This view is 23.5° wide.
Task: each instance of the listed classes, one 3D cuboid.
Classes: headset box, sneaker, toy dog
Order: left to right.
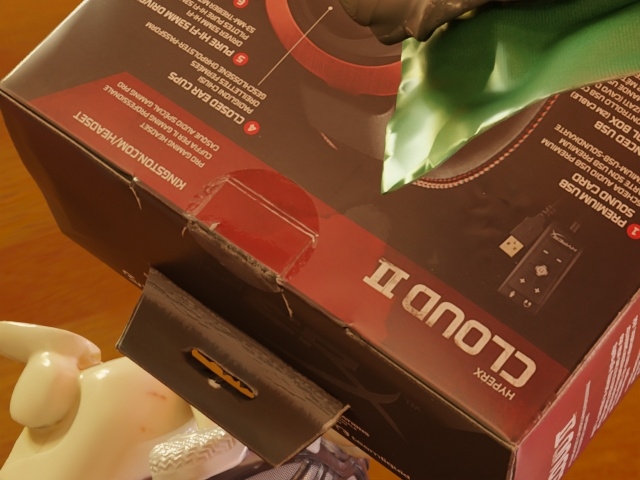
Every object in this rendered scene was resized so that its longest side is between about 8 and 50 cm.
[{"bbox_3d":[-0.260,0.341,1.771,0.395,0.284,0.408,3,67,38],"label":"toy dog"},{"bbox_3d":[-0.026,0.209,1.147,0.101,0.268,0.153,-17,78,25],"label":"sneaker"},{"bbox_3d":[0.048,-0.052,0.555,0.218,0.110,0.293,33,69,20],"label":"headset box"}]

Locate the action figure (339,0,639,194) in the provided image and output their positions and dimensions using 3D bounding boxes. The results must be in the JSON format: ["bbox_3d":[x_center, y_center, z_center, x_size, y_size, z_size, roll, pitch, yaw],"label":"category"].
[{"bbox_3d":[0.114,-0.099,0.332,0.232,0.063,0.137,-17,49,22],"label":"action figure"}]

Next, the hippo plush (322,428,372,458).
[{"bbox_3d":[0.000,0.000,1.090,0.236,0.294,0.234,31,75,23],"label":"hippo plush"}]
